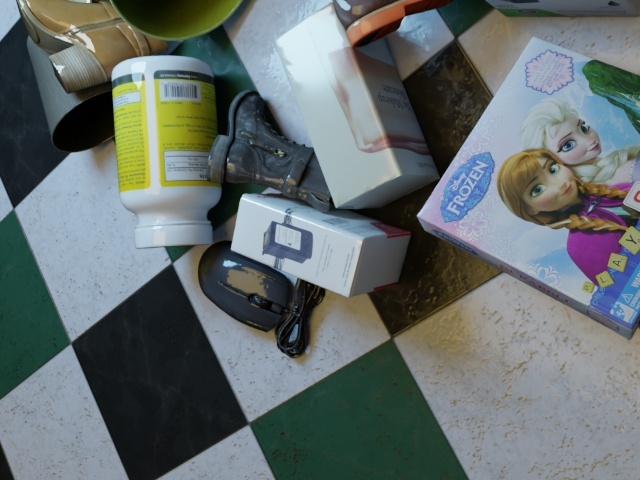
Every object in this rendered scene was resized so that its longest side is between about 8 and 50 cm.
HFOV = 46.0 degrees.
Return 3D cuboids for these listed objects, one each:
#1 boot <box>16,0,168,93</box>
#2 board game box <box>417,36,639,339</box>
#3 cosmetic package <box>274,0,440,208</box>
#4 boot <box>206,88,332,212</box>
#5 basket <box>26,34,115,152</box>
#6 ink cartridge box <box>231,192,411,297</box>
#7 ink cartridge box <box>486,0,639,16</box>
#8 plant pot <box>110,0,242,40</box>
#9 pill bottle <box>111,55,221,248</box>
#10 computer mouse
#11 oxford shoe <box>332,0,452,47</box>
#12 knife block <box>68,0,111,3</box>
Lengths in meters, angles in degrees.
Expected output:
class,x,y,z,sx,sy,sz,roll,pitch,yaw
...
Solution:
class,x,y,z,sx,sy,sz,roll,pitch,yaw
boot,-0.445,-0.432,1.445,0.283,0.220,0.109,55,160,15
board game box,0.349,-0.083,1.019,0.318,0.066,0.318,30,83,27
cosmetic package,0.059,-0.209,1.206,0.129,0.153,0.296,-25,80,30
boot,-0.057,-0.151,1.294,0.229,0.263,0.091,12,135,3
basket,-0.499,-0.328,1.540,0.204,0.154,0.227,-36,70,18
ink cartridge box,0.000,0.000,1.235,0.237,0.172,0.100,21,104,29
ink cartridge box,0.301,-0.376,0.983,0.198,0.273,0.114,10,97,31
plant pot,-0.301,-0.554,1.369,0.275,0.275,0.293,-55,48,20
pill bottle,-0.280,-0.155,1.389,0.188,0.188,0.334,-3,90,31
computer mouse,-0.130,0.084,1.375,0.272,0.072,0.188,24,105,28
oxford shoe,0.145,-0.389,1.116,0.271,0.097,0.098,-28,90,-10
knife block,-0.529,-0.561,1.581,0.242,0.088,0.275,7,96,31
